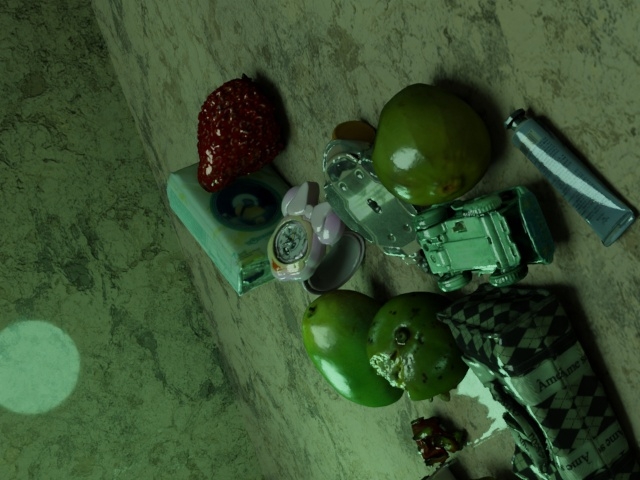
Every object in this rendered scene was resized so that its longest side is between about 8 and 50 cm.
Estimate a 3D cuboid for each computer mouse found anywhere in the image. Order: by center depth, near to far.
[{"bbox_3d":[0.160,-0.072,1.734,0.389,0.115,0.199,47,143,-10],"label":"computer mouse"}]

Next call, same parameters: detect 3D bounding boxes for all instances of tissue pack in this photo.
[{"bbox_3d":[-0.201,-0.065,2.266,0.388,0.287,0.162,48,146,30],"label":"tissue pack"}]

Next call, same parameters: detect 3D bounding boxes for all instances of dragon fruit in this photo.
[{"bbox_3d":[0.284,0.502,2.061,0.175,0.142,0.138,-11,134,36],"label":"dragon fruit"}]

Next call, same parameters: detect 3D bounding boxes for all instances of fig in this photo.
[{"bbox_3d":[0.183,-0.168,1.469,0.230,0.207,0.207,46,151,46],"label":"fig"}]

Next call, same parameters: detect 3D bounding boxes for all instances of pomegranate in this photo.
[{"bbox_3d":[0.231,0.243,1.807,0.236,0.236,0.302,42,174,41],"label":"pomegranate"}]

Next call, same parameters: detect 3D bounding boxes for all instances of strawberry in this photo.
[{"bbox_3d":[-0.231,-0.278,2.170,0.261,0.257,0.261,59,165,27],"label":"strawberry"}]

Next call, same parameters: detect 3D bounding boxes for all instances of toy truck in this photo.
[{"bbox_3d":[0.285,-0.010,1.472,0.279,0.156,0.155,-12,103,61],"label":"toy truck"}]

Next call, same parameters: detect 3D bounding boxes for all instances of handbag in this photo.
[{"bbox_3d":[0.395,0.296,1.572,0.416,0.180,0.316,62,165,-8],"label":"handbag"}]

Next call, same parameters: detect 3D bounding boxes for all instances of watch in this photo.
[{"bbox_3d":[0.000,0.000,2.043,0.211,0.217,0.248,42,106,39],"label":"watch"}]

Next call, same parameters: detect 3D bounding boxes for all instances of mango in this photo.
[{"bbox_3d":[0.099,0.277,2.090,0.382,0.225,0.201,56,176,-29],"label":"mango"}]

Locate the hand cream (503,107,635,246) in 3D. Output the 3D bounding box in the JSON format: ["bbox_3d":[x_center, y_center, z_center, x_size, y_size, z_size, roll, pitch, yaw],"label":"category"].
[{"bbox_3d":[0.384,-0.104,1.313,0.256,0.055,0.088,53,146,19],"label":"hand cream"}]

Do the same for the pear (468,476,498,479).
[{"bbox_3d":[0.383,0.690,1.853,0.321,0.269,0.269,63,158,24],"label":"pear"}]

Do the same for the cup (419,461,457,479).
[{"bbox_3d":[0.315,0.737,2.091,0.274,0.253,0.253,45,151,20],"label":"cup"}]

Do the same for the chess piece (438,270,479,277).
[{"bbox_3d":[0.286,0.046,1.659,0.103,0.067,0.067,-9,106,56],"label":"chess piece"}]

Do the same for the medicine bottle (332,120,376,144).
[{"bbox_3d":[0.070,-0.163,1.841,0.096,0.096,0.192,46,150,35],"label":"medicine bottle"}]
